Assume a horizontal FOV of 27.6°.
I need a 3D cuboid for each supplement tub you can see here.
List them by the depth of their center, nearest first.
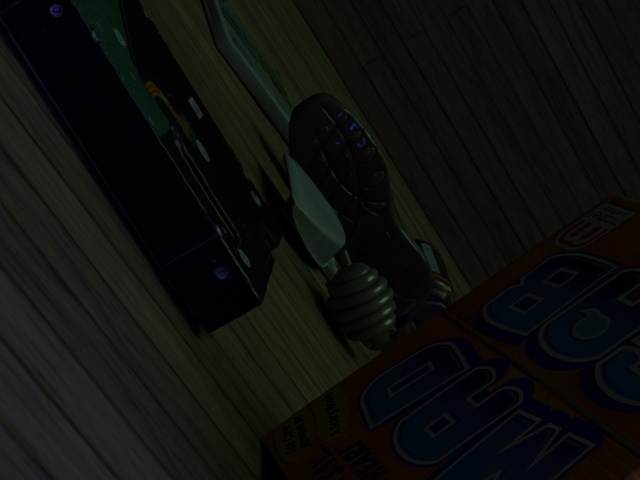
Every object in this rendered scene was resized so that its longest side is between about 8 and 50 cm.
[{"bbox_3d":[0.158,0.082,2.065,0.106,0.106,0.198,56,10,-24],"label":"supplement tub"}]

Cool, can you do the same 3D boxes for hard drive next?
[{"bbox_3d":[-0.150,-0.105,1.093,0.339,0.064,0.237,59,9,-12],"label":"hard drive"}]

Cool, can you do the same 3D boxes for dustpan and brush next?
[{"bbox_3d":[0.000,0.000,1.651,0.211,0.060,0.147,48,15,-27],"label":"dustpan and brush"}]

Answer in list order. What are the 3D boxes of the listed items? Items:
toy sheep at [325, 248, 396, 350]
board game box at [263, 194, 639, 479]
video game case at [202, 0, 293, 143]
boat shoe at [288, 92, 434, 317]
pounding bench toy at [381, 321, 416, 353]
[{"bbox_3d":[0.046,0.072,1.554,0.091,0.091,0.132,-82,147,-76],"label":"toy sheep"},{"bbox_3d":[0.230,0.232,0.937,0.356,0.356,0.356,57,-7,-17],"label":"board game box"},{"bbox_3d":[-0.107,-0.273,1.976,0.227,0.026,0.206,52,13,-39],"label":"video game case"},{"bbox_3d":[0.042,-0.052,1.856,0.355,0.132,0.130,66,-4,-24],"label":"boat shoe"},{"bbox_3d":[0.110,0.139,1.783,0.083,0.052,0.065,58,9,-13],"label":"pounding bench toy"}]
